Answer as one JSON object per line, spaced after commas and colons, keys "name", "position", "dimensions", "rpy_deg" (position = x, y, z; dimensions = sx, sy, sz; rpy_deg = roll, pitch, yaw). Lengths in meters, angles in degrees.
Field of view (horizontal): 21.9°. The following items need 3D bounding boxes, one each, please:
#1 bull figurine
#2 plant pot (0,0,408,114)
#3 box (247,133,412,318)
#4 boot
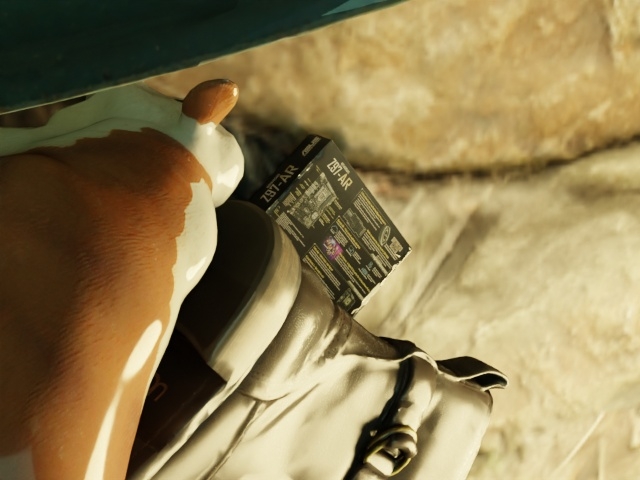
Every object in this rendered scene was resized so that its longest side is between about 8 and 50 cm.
{"name": "bull figurine", "position": [-0.135, 0.043, 0.618], "dimensions": [0.188, 0.101, 0.310], "rpy_deg": [14, 62, -12]}
{"name": "plant pot", "position": [-0.066, -0.246, 0.495], "dimensions": [0.341, 0.341, 0.334], "rpy_deg": [-26, 111, -28]}
{"name": "box", "position": [0.000, 0.000, 0.802], "dimensions": [0.067, 0.018, 0.083], "rpy_deg": [-49, 127, -14]}
{"name": "boot", "position": [-0.035, 0.125, 0.772], "dimensions": [0.263, 0.091, 0.229], "rpy_deg": [-49, 135, -3]}
